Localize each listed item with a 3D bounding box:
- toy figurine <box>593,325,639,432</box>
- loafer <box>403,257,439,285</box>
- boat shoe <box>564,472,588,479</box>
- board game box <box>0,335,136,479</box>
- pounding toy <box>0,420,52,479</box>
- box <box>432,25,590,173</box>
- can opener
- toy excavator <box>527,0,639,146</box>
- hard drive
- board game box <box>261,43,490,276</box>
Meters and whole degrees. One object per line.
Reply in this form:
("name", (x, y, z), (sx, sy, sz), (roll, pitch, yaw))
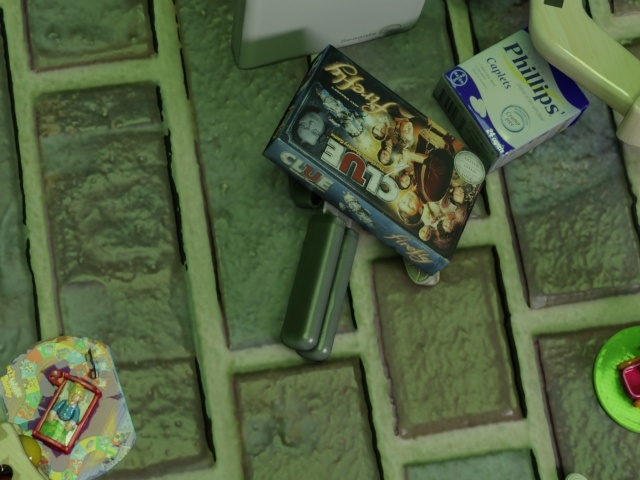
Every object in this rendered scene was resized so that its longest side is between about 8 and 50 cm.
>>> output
("toy figurine", (0.411, 0.135, 1.726), (0.173, 0.159, 0.130), (-18, 76, -11))
("loafer", (0.113, -0.005, 1.806), (0.045, 0.039, 0.125), (-20, 70, 23))
("boat shoe", (0.307, 0.308, 1.728), (0.035, 0.035, 0.100), (-19, 77, -11))
("board game box", (-0.285, 0.185, 1.707), (0.133, 0.033, 0.169), (-16, 75, -11))
("pounding toy", (-0.274, 0.310, 1.601), (0.154, 0.155, 0.269), (-33, 85, -9))
("box", (0.229, -0.171, 1.845), (0.137, 0.072, 0.126), (-31, 79, -14))
("can opener", (0.000, 0.000, 1.781), (0.093, 0.074, 0.280), (-2, 68, 29))
("toy excavator", (0.260, -0.352, 1.805), (0.433, 0.222, 0.445), (14, 68, 0))
("hard drive", (0.021, -0.303, 1.715), (0.233, 0.353, 0.047), (-15, 76, -10))
("board game box", (0.069, -0.092, 1.757), (0.243, 0.042, 0.165), (35, 53, -12))
